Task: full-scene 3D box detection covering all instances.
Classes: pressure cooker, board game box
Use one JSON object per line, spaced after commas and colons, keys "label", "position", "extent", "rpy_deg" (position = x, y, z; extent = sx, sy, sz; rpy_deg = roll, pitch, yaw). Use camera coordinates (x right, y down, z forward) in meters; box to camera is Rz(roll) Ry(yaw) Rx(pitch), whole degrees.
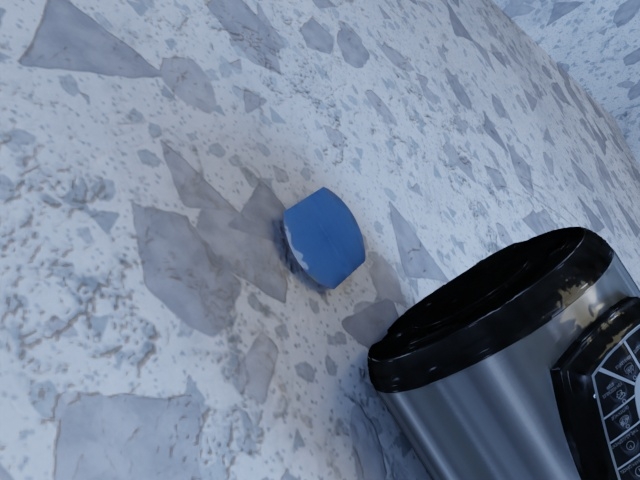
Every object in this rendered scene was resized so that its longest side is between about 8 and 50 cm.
{"label": "pressure cooker", "position": [0.313, 0.235, 0.813], "extent": [0.421, 0.369, 0.375], "rpy_deg": [58, 25, 1]}
{"label": "board game box", "position": [0.000, 0.000, 0.912], "extent": [0.168, 0.033, 0.133], "rpy_deg": [-38, 99, -50]}
